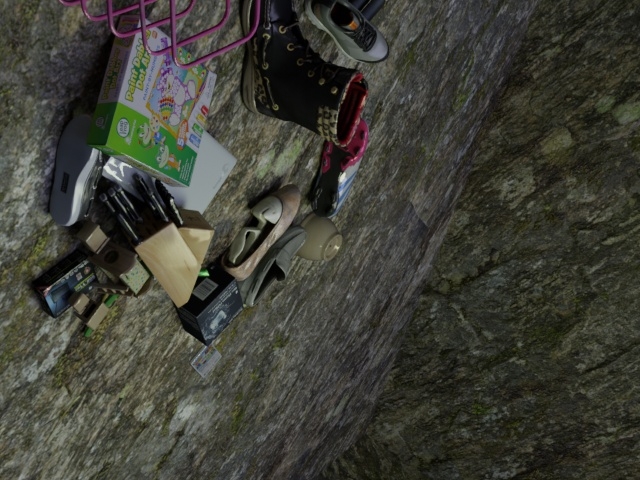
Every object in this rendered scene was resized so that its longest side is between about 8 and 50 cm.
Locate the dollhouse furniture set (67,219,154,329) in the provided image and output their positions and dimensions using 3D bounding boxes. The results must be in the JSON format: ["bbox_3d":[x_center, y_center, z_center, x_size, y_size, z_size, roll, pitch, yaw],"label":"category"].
[{"bbox_3d":[-0.440,0.084,1.420,0.161,0.101,0.182,-58,158,-21],"label":"dollhouse furniture set"}]

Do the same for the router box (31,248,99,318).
[{"bbox_3d":[-0.521,0.089,1.451,0.122,0.038,0.092,-44,151,-31],"label":"router box"}]

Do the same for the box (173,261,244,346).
[{"bbox_3d":[-0.297,0.173,1.901,0.156,0.093,0.158,-47,153,-27],"label":"box"}]

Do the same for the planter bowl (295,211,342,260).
[{"bbox_3d":[0.000,0.000,2.250,0.162,0.109,0.162,-42,149,-32],"label":"planter bowl"}]

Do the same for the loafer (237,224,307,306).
[{"bbox_3d":[-0.136,0.076,2.071,0.319,0.111,0.112,-46,152,-28],"label":"loafer"}]

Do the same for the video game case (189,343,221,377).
[{"bbox_3d":[-0.342,0.355,2.111,0.087,0.011,0.122,-50,154,-18],"label":"video game case"}]

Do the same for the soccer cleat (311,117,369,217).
[{"bbox_3d":[0.059,-0.226,2.139,0.331,0.116,0.143,-67,170,20],"label":"soccer cleat"}]

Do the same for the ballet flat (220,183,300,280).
[{"bbox_3d":[-0.164,-0.031,1.920,0.316,0.107,0.106,-59,148,-5],"label":"ballet flat"}]

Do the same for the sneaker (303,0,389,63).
[{"bbox_3d":[0.078,-0.513,1.732,0.271,0.108,0.100,26,96,-40],"label":"sneaker"}]

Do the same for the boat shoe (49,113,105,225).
[{"bbox_3d":[-0.440,-0.131,1.320,0.076,0.080,0.228,-27,141,-59],"label":"boat shoe"}]

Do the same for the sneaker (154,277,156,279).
[{"bbox_3d":[-0.365,0.021,1.656,0.152,0.058,0.084,-37,127,3],"label":"sneaker"}]

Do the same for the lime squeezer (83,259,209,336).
[{"bbox_3d":[-0.415,0.101,1.613,0.310,0.059,0.110,-28,137,-16],"label":"lime squeezer"}]

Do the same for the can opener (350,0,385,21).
[{"bbox_3d":[0.132,-0.638,1.838,0.280,0.074,0.093,-52,170,-11],"label":"can opener"}]

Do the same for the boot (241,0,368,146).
[{"bbox_3d":[-0.032,-0.400,1.537,0.138,0.284,0.377,-35,146,-43],"label":"boot"}]

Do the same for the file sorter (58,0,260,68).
[{"bbox_3d":[-0.256,-0.418,1.100,0.202,0.290,0.182,-39,151,-38],"label":"file sorter"}]

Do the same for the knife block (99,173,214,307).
[{"bbox_3d":[-0.359,0.004,1.471,0.242,0.088,0.276,4,119,-39],"label":"knife block"}]

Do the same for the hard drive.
[{"bbox_3d":[-0.320,-0.165,1.502,0.203,0.040,0.307,-57,147,-5],"label":"hard drive"}]

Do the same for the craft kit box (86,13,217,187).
[{"bbox_3d":[-0.310,-0.255,1.339,0.246,0.061,0.250,26,73,-58],"label":"craft kit box"}]
